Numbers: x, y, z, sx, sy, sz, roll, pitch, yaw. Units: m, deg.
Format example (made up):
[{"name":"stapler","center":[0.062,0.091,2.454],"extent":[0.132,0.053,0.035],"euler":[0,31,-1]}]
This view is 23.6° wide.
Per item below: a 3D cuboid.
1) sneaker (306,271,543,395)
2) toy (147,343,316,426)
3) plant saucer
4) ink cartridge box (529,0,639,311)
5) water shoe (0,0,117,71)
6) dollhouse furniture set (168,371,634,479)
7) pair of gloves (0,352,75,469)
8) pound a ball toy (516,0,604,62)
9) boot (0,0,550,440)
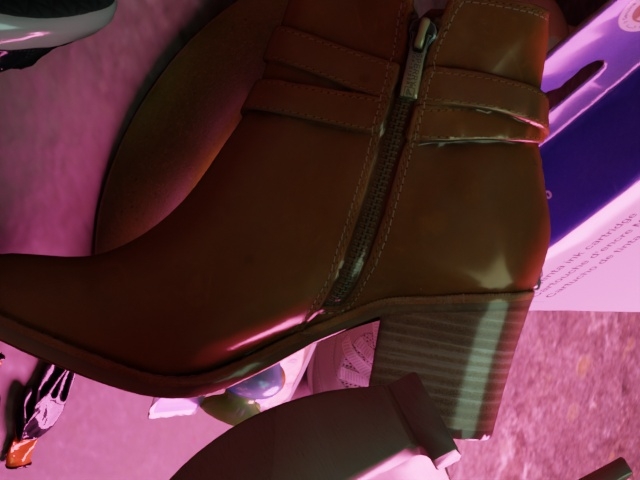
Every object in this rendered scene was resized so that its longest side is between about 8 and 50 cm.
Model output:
[{"name":"sneaker","center":[0.061,0.070,0.962],"extent":[0.105,0.115,0.281],"euler":[1,139,-16]},{"name":"toy","center":[0.000,0.000,0.848],"extent":[0.137,0.056,0.237],"euler":[5,113,-57]},{"name":"plant saucer","center":[-0.026,-0.032,0.875],"extent":[0.241,0.037,0.241],"euler":[-35,143,-32]},{"name":"ink cartridge box","center":[0.237,-0.056,0.997],"extent":[0.330,0.071,0.324],"euler":[1,148,-43]},{"name":"water shoe","center":[-0.173,-0.084,0.607],"extent":[0.203,0.073,0.080],"euler":[-18,158,-48]},{"name":"dollhouse furniture set","center":[-0.057,0.086,0.673],"extent":[0.355,0.174,0.303],"euler":[-26,144,-3]},{"name":"pair of gloves","center":[-0.166,0.092,0.811],"extent":[0.083,0.010,0.074],"euler":[2,115,-57]},{"name":"pound a ball toy","center":[0.268,-0.206,1.017],"extent":[0.319,0.135,0.208],"euler":[5,127,-31]},{"name":"boot","center":[-0.027,-0.030,0.743],"extent":[0.109,0.283,0.220],"euler":[-35,134,-88]}]
